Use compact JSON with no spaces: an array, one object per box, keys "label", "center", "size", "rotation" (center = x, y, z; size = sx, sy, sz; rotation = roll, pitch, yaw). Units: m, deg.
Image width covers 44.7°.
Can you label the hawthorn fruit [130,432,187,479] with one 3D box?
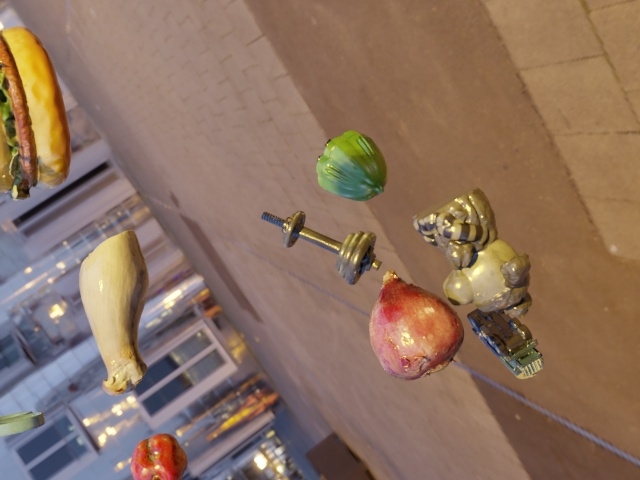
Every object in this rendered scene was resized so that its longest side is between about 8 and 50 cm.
[{"label":"hawthorn fruit","center":[-0.246,0.341,1.185],"size":[0.093,0.093,0.093],"rotation":[51,168,15]}]

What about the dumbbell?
[{"label":"dumbbell","center":[0.000,0.000,1.519],"size":[0.255,0.110,0.110],"rotation":[24,161,10]}]

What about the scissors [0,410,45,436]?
[{"label":"scissors","center":[-0.526,0.281,1.094],"size":[0.125,0.256,0.030],"rotation":[-13,87,54]}]

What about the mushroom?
[{"label":"mushroom","center":[-0.280,0.101,1.093],"size":[0.116,0.093,0.225],"rotation":[70,-171,-78]}]

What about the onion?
[{"label":"onion","center":[0.151,0.137,1.319],"size":[0.159,0.160,0.194],"rotation":[86,158,-69]}]

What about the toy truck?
[{"label":"toy truck","center":[0.363,0.194,1.511],"size":[0.088,0.074,0.201],"rotation":[61,176,-25]}]

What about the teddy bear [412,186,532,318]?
[{"label":"teddy bear","center":[0.258,0.028,1.284],"size":[0.251,0.144,0.171],"rotation":[57,168,11]}]

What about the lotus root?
[{"label":"lotus root","center":[0.105,-0.165,1.973],"size":[0.186,0.186,0.186],"rotation":[51,168,15]}]

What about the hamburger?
[{"label":"hamburger","center":[-0.447,-0.165,1.050],"size":[0.246,0.170,0.246],"rotation":[33,129,52]}]
